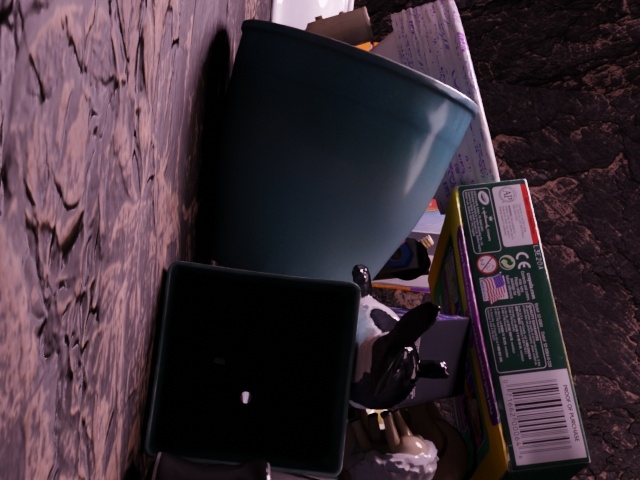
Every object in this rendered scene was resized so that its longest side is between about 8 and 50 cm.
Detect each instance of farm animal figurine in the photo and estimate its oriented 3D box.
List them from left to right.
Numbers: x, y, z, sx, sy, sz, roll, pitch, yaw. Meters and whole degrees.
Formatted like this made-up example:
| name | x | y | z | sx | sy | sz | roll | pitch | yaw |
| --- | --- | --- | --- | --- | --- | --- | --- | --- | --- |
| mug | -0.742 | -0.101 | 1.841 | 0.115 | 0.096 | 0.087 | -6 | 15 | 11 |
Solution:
| name | x | y | z | sx | sy | sz | roll | pitch | yaw |
| --- | --- | --- | --- | --- | --- | --- | --- | --- | --- |
| farm animal figurine | 0.053 | 0.292 | 1.312 | 0.330 | 0.327 | 0.172 | -12 | 86 | -61 |

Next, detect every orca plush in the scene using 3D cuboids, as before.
| name | x | y | z | sx | sy | sz | roll | pitch | yaw |
| --- | --- | --- | --- | --- | --- | --- | --- | --- | --- |
| orca plush | 0.074 | 0.095 | 0.930 | 0.287 | 0.102 | 0.151 | 122 | -26 | -72 |

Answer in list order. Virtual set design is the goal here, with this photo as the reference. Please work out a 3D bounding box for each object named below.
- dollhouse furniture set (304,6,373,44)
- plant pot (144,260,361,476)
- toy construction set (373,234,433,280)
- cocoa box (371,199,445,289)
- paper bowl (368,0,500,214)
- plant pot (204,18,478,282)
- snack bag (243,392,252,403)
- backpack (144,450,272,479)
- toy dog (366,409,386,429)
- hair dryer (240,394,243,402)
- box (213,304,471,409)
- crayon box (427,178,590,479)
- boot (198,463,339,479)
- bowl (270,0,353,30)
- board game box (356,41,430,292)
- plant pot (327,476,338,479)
| name | x | y | z | sx | sy | sz | roll | pitch | yaw |
| --- | --- | --- | --- | --- | --- | --- | --- | --- | --- |
| dollhouse furniture set | -0.038 | -0.370 | 1.382 | 0.212 | 0.161 | 0.242 | -81 | 156 | -82 |
| plant pot | -0.065 | 0.123 | 0.964 | 0.234 | 0.166 | 0.165 | 123 | -26 | -81 |
| toy construction set | 0.000 | 0.000 | 1.391 | 0.257 | 0.237 | 0.309 | 57 | 11 | -10 |
| cocoa box | 0.060 | -0.070 | 1.684 | 0.231 | 0.347 | 0.227 | -79 | 175 | -74 |
| paper bowl | 0.145 | -0.174 | 1.374 | 0.284 | 0.148 | 0.284 | -13 | 90 | -82 |
| plant pot | 0.000 | -0.071 | 1.103 | 0.271 | 0.272 | 0.255 | -72 | -178 | -88 |
| snack bag | -0.132 | 0.246 | 1.763 | 0.342 | 0.037 | 0.322 | 95 | 2 | -68 |
| backpack | -0.079 | 0.309 | 0.826 | 0.253 | 0.191 | 0.225 | 105 | -7 | -55 |
| toy dog | 0.024 | 0.251 | 1.889 | 0.395 | 0.285 | 0.407 | 98 | -2 | -48 |
| hair dryer | -0.113 | 0.264 | 1.431 | 0.293 | 0.080 | 0.223 | 96 | 1 | -55 |
| box | 0.018 | 0.121 | 1.191 | 0.184 | 0.261 | 0.103 | 9 | 88 | -58 |
| crayon box | 0.232 | 0.152 | 1.330 | 0.313 | 0.106 | 0.362 | 89 | -5 | -66 |
| boot | -0.050 | 0.245 | 1.049 | 0.189 | 0.209 | 0.076 | -82 | 179 | -70 |
| bowl | -0.009 | -0.416 | 1.773 | 0.298 | 0.134 | 0.297 | -173 | -90 | -90 |
| board game box | 0.078 | -0.159 | 2.028 | 0.356 | 0.357 | 0.356 | -83 | 180 | -52 |
| plant pot | -0.036 | 0.478 | 1.573 | 0.235 | 0.293 | 0.293 | -48 | -170 | 16 |
